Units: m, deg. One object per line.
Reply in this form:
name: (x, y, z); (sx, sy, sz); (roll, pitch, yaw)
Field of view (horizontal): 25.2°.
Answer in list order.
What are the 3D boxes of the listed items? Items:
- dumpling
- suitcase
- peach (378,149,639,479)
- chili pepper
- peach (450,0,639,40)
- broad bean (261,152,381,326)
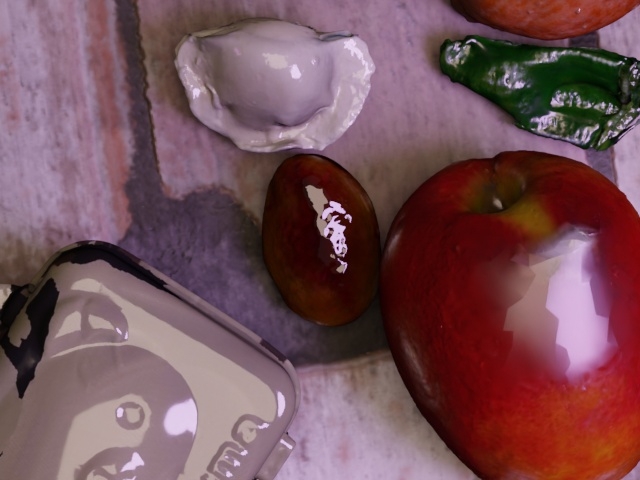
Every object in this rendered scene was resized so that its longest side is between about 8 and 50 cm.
dumpling: (-0.045, -0.146, 1.344); (0.188, 0.108, 0.127); (4, 112, -6)
suitcase: (-0.227, 0.181, 1.270); (0.339, 0.194, 0.351); (34, 86, -2)
peach: (0.200, 0.089, 1.322); (0.281, 0.281, 0.338); (-24, 119, -6)
chili pepper: (0.220, -0.157, 1.381); (0.216, 0.062, 0.108); (15, 127, -1)
peach: (0.209, -0.287, 1.337); (0.232, 0.232, 0.232); (0, 89, -6)
broad bean: (0.000, 0.000, 1.353); (0.114, 0.084, 0.165); (0, 97, 22)
